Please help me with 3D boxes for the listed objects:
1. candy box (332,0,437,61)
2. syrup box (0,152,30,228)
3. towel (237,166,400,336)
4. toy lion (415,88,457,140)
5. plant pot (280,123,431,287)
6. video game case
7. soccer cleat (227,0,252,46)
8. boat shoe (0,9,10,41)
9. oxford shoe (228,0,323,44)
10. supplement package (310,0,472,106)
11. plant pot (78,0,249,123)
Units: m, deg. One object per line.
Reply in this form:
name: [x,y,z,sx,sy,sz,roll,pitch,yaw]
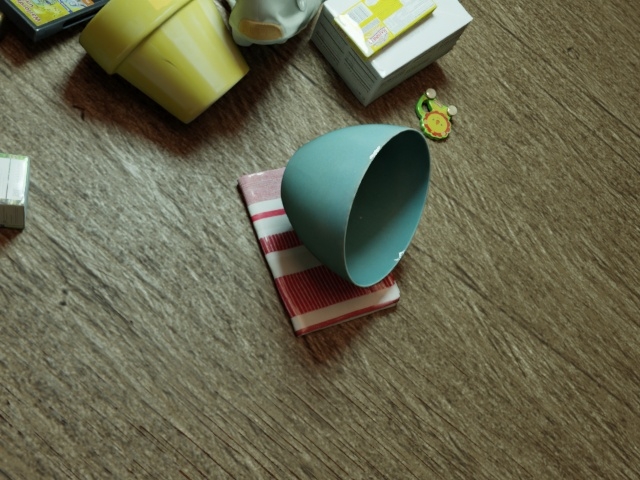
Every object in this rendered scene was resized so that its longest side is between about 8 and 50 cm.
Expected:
candy box: [0.133,-0.460,1.481,0.206,0.027,0.105,-39,88,-19]
syrup box: [-0.597,-0.088,1.167,0.237,0.096,0.093,4,65,-20]
towel: [0.000,0.000,1.410,0.237,0.037,0.329,-15,75,-26]
toy lion: [0.255,-0.278,1.637,0.100,0.034,0.096,39,67,-3]
plant pot: [0.043,-0.084,1.312,0.195,0.290,0.290,21,55,29]
video game case: [-0.536,-0.515,1.372,0.275,0.035,0.248,43,48,3]
soccer cleat: [-0.165,-0.501,1.529,0.068,0.076,0.196,-3,70,-23]
boat shoe: [-0.636,-0.341,1.273,0.073,0.080,0.223,29,55,-3]
oxford shoe: [-0.085,-0.457,1.428,0.169,0.130,0.449,7,21,5]
supplement package: [0.150,-0.459,1.576,0.262,0.145,0.204,-36,85,-19]
plant pot: [-0.269,-0.357,1.346,0.239,0.254,0.254,49,58,-16]
